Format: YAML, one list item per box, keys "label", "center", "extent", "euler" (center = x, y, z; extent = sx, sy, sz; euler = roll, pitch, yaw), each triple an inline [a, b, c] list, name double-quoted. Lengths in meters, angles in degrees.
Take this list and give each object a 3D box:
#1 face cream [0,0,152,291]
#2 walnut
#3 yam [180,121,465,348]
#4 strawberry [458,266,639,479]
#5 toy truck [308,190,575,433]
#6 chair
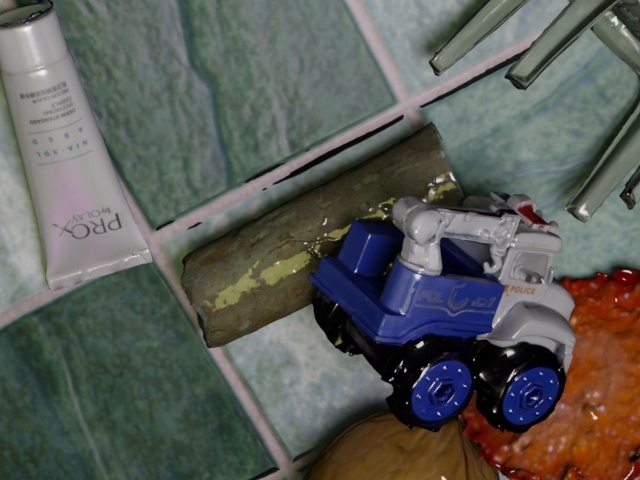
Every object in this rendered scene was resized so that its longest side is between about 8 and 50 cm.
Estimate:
- label: "face cream"
  center: [-0.215, -0.076, 1.312]
  extent: [0.092, 0.058, 0.243]
  euler: [-15, 115, -3]
- label: "walnut"
  center: [0.063, 0.237, 1.374]
  extent: [0.167, 0.167, 0.207]
  euler: [31, 102, -12]
- label: "yam"
  center: [0.000, 0.000, 1.327]
  extent: [0.259, 0.093, 0.093]
  euler: [-27, 108, 6]
- label: "strawberry"
  center: [0.241, 0.148, 1.366]
  extent: [0.234, 0.234, 0.178]
  euler: [-21, 138, 4]
- label: "toy truck"
  center: [0.108, 0.041, 1.258]
  extent: [0.213, 0.161, 0.177]
  euler: [6, 113, -36]
- label: "chair"
  center: [0.264, -0.170, 1.233]
  extent: [0.203, 0.190, 0.274]
  euler: [43, 83, -13]
